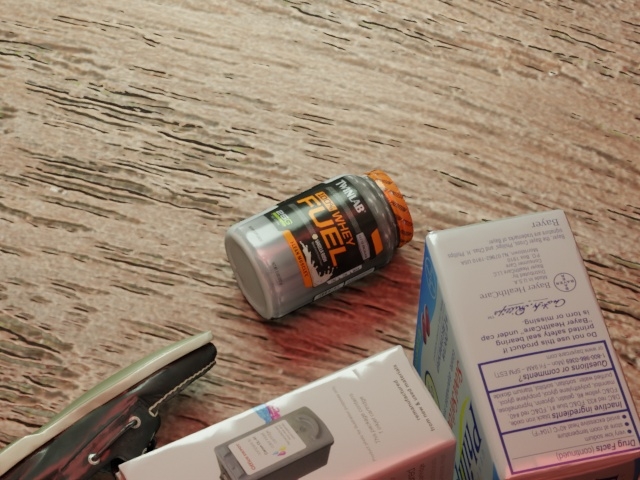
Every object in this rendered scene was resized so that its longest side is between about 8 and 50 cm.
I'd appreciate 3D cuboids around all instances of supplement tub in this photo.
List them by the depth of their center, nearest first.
[{"bbox_3d":[0.000,0.000,2.082,0.190,0.117,0.117,-27,61,-17],"label":"supplement tub"}]

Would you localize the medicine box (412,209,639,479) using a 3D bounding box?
[{"bbox_3d":[0.202,0.164,1.892,0.149,0.263,0.289,-10,57,-7],"label":"medicine box"}]

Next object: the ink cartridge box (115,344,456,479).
[{"bbox_3d":[-0.030,0.259,1.847,0.306,0.226,0.131,-23,59,-15],"label":"ink cartridge box"}]

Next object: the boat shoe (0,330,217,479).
[{"bbox_3d":[-0.229,0.217,1.942,0.340,0.127,0.113,-34,93,-29],"label":"boat shoe"}]
